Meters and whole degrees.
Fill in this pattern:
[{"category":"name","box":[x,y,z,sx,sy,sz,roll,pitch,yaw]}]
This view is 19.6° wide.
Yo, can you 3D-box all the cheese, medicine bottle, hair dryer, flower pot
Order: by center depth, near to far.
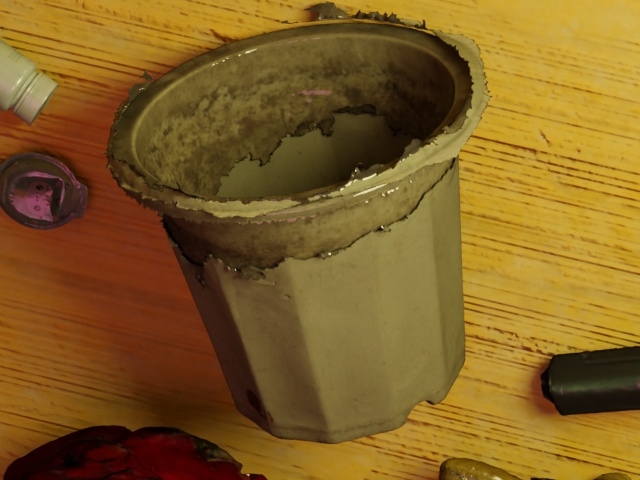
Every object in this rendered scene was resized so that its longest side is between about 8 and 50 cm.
[{"category":"flower pot","box":[0.000,0.000,1.378,0.290,0.290,0.259,-4,121,11]},{"category":"medicine bottle","box":[-0.254,-0.131,1.472,0.083,0.047,0.047,35,113,-6]},{"category":"hair dryer","box":[0.332,0.144,1.473,0.302,0.116,0.244,-6,111,24]},{"category":"cheese","box":[-0.248,-0.043,1.518,0.120,0.026,0.067,12,113,5]}]

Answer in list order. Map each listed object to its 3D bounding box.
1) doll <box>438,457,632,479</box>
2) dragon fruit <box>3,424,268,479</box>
[{"category":"doll","box":[0.199,0.218,1.524,0.209,0.097,0.137,23,152,7]},{"category":"dragon fruit","box":[-0.154,0.299,1.494,0.329,0.329,0.329,3,112,8]}]
